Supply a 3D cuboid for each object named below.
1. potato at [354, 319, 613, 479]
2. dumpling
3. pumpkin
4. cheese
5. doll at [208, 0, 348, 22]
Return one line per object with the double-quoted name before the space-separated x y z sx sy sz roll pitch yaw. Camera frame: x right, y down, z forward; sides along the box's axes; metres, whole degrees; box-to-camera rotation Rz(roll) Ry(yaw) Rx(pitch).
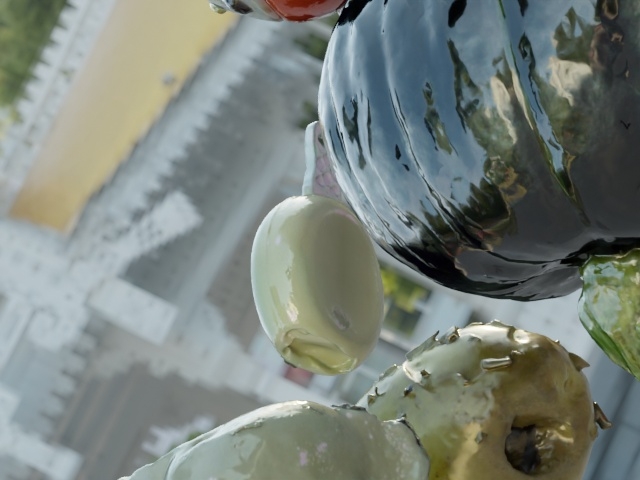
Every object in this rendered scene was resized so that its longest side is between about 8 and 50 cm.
"potato" 0.075 0.185 1.336 0.300 0.173 0.140 -49 -30 22
"dumpling" -0.029 0.170 1.157 0.118 0.199 0.136 73 -171 -70
"pumpkin" 0.147 -0.050 0.982 0.296 0.296 0.296 -63 -7 -14
"cheese" 0.000 0.000 1.606 0.137 0.064 0.227 36 -136 -42
"doll" -0.019 -0.196 1.172 0.161 0.290 0.130 -95 19 -82
